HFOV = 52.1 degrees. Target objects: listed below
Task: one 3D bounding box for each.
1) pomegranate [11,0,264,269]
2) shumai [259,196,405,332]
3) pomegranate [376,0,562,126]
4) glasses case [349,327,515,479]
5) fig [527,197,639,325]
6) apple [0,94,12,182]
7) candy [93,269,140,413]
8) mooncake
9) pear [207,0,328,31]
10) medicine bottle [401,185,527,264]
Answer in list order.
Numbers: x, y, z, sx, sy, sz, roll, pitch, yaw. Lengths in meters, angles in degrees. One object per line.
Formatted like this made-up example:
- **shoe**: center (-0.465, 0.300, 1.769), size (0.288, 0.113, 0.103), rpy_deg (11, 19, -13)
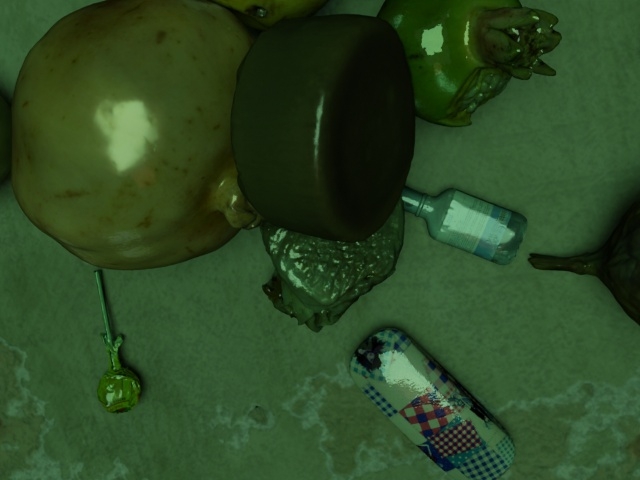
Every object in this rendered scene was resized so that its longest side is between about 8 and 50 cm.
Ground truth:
- **pomegranate**: center (-0.225, -0.145, 0.939), size (0.411, 0.411, 0.412), rpy_deg (1, 100, 7)
- **shumai**: center (0.000, 0.000, 1.058), size (0.225, 0.222, 0.261), rpy_deg (34, 70, -9)
- **pomegranate**: center (0.201, -0.278, 0.911), size (0.235, 0.302, 0.236), rpy_deg (-4, 102, -19)
- **glasses case**: center (0.189, 0.287, 1.117), size (0.327, 0.076, 0.125), rpy_deg (44, 103, -1)
- **fig**: center (0.500, 0.023, 0.988), size (0.368, 0.286, 0.286), rpy_deg (6, 102, 38)
- **apple**: center (-0.640, -0.169, 1.065), size (0.262, 0.262, 0.263), rpy_deg (1, 100, 7)
- **candy**: center (-0.379, 0.182, 1.184), size (0.077, 0.073, 0.262), rpy_deg (-10, 91, -10)
- **mooncake**: center (0.006, -0.141, 0.835), size (0.155, 0.284, 0.285), rpy_deg (9, 102, 28)
- **pear**: center (-0.075, -0.443, 0.928), size (0.280, 0.281, 0.281), rpy_deg (1, 100, 7)
- **medicine bottle**: center (0.225, -0.034, 1.069), size (0.208, 0.054, 0.090), rpy_deg (22, 102, 6)
